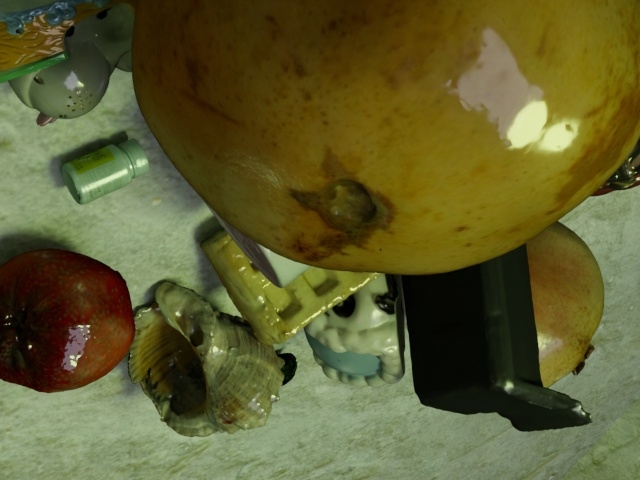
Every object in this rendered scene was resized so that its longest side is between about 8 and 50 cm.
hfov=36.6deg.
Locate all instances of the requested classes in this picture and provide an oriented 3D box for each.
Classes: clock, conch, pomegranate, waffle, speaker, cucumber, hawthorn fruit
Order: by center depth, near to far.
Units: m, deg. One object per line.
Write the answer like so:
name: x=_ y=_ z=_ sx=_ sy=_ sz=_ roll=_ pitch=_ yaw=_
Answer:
pomegranate: x=0.061 y=-0.168 z=0.787 sx=0.416 sy=0.416 sz=0.417 roll=-28 pitch=144 yaw=-23
clock: x=-0.203 y=-0.189 z=0.869 sx=0.231 sy=0.103 sz=0.144 roll=-30 pitch=147 yaw=-17
hawthorn fruit: x=-0.275 y=0.087 z=1.061 sx=0.157 sy=0.157 sz=0.194 roll=-52 pitch=156 yaw=13
waffle: x=0.000 y=0.000 z=1.250 sx=0.274 sy=0.168 sz=0.057 roll=-33 pitch=-170 yaw=-15
conch: x=-0.156 y=0.160 z=1.272 sx=0.178 sy=0.163 sz=0.245 roll=-37 pitch=114 yaw=-9
speaker: x=0.232 y=0.070 z=1.335 sx=0.184 sy=0.388 sz=0.180 roll=3 pitch=166 yaw=-35
cucumber: x=-0.124 y=0.199 z=1.435 sx=0.214 sy=0.052 sz=0.058 roll=3 pitch=105 yaw=-48
pomegranate: x=0.308 y=0.105 z=1.551 sx=0.319 sy=0.319 sz=0.319 roll=-28 pitch=144 yaw=-23

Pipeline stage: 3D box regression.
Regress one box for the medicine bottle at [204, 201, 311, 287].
medicine bottle: x=0.020 y=-0.124 z=1.081 sx=0.325 sy=0.212 sz=0.212 roll=-37 pitch=147 yaw=-8

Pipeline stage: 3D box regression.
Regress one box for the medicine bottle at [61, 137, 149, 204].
medicine bottle: x=-0.226 y=-0.074 z=1.021 sx=0.083 sy=0.047 sz=0.047 roll=-28 pitch=144 yaw=-23

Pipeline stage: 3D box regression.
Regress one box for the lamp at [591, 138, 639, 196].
lamp: x=0.379 y=-0.200 z=1.331 sx=0.303 sy=0.257 sz=0.303 roll=0 pitch=132 yaw=0

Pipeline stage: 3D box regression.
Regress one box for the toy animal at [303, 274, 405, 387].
toy animal: x=0.044 y=0.096 z=1.391 sx=0.156 sy=0.208 sz=0.204 roll=-7 pitch=145 yaw=10
